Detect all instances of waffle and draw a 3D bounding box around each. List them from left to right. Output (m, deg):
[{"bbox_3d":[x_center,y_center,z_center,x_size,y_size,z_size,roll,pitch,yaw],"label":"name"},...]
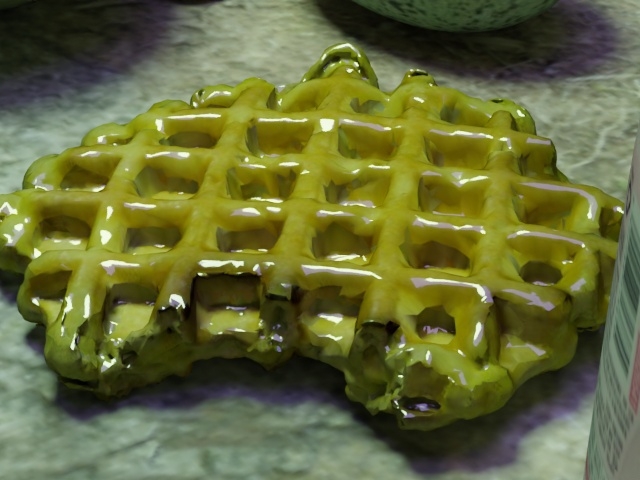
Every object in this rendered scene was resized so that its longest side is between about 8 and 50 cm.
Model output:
[{"bbox_3d":[0.000,-0.002,0.854,0.291,0.051,0.291,1,32,-1],"label":"waffle"}]

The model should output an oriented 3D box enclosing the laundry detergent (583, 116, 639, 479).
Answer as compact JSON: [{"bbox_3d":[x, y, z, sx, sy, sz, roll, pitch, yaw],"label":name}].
[{"bbox_3d":[0.104,0.101,0.462,0.088,0.335,0.159,0,33,-5],"label":"laundry detergent"}]

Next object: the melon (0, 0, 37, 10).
[{"bbox_3d":[-0.203,-0.259,1.019,0.269,0.268,0.330,-4,50,-12],"label":"melon"}]

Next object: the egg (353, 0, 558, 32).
[{"bbox_3d":[0.066,-0.176,1.042,0.172,0.132,0.132,1,33,18],"label":"egg"}]
